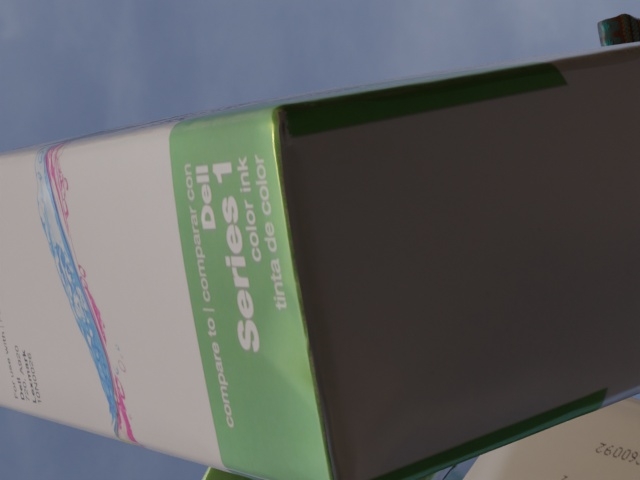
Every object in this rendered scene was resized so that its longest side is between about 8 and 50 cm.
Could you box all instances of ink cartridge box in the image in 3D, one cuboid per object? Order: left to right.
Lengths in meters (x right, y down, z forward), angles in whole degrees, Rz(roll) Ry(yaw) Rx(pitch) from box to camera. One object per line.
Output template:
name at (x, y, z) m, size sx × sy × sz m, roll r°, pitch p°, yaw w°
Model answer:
ink cartridge box at (0.000, 0.000, 0.506) m, size 0.201 × 0.278 × 0.117 m, roll -14°, pitch -83°, yaw -33°

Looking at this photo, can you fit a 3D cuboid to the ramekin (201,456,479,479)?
ramekin at (0.027, 0.214, 1.079) m, size 0.148 × 0.303 × 0.303 m, roll 31°, pitch -121°, yaw 20°

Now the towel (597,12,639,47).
towel at (0.372, -0.007, 1.054) m, size 0.271 × 0.040 × 0.370 m, roll 0°, pitch -107°, yaw -29°

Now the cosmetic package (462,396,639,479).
cosmetic package at (0.222, 0.250, 0.648) m, size 0.155 × 0.197 × 0.365 m, roll -53°, pitch -56°, yaw -18°
